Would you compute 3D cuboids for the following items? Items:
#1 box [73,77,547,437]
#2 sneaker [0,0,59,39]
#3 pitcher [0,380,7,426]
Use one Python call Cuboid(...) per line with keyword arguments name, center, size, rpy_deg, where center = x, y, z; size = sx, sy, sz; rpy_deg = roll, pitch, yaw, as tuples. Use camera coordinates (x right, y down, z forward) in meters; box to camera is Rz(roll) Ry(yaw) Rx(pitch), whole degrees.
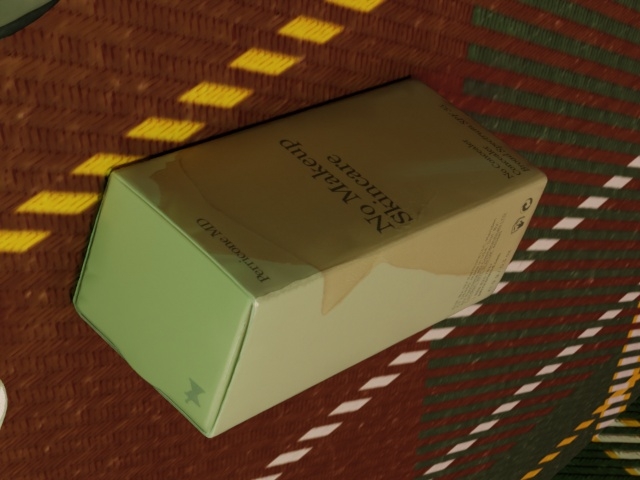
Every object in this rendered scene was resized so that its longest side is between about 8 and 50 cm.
Cuboid(name="box", center=(0.000, 0.000, 1.008), size=(0.311, 0.148, 0.121), rpy_deg=(-24, 145, -45))
Cuboid(name="sneaker", center=(-0.210, -0.067, 0.636), size=(0.227, 0.087, 0.130), rpy_deg=(-33, 153, -25))
Cuboid(name="pitcher", center=(-0.282, 0.161, 0.805), size=(0.207, 0.125, 0.177), rpy_deg=(-37, 152, -48))
